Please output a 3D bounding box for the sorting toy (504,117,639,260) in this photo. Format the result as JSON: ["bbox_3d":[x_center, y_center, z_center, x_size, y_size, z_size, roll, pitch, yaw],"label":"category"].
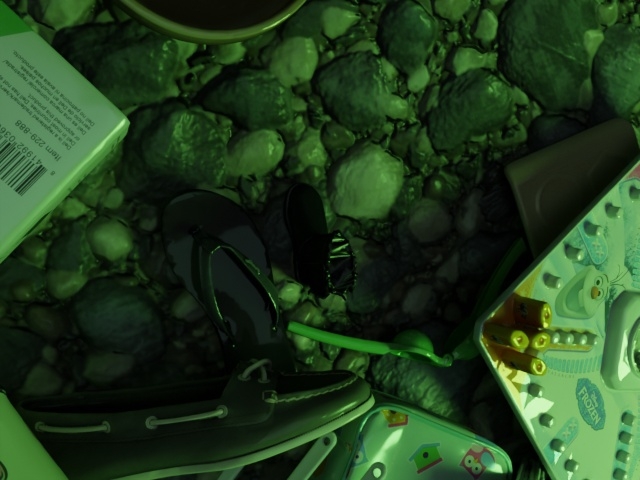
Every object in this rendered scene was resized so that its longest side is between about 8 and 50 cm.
[{"bbox_3d":[0.334,-0.027,0.823,0.193,0.038,0.208,-23,95,-17],"label":"sorting toy"}]

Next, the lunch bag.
[{"bbox_3d":[0.074,0.318,0.709,0.224,0.108,0.279,24,85,-20],"label":"lunch bag"}]

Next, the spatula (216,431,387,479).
[{"bbox_3d":[-0.059,0.272,0.644,0.242,0.168,0.019,-53,150,-1],"label":"spatula"}]

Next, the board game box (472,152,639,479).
[{"bbox_3d":[0.397,0.126,0.790,0.390,0.050,0.390,-40,113,-19],"label":"board game box"}]

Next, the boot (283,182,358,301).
[{"bbox_3d":[-0.001,0.000,0.673,0.045,0.099,0.121,-6,94,-20],"label":"boot"}]

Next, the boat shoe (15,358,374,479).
[{"bbox_3d":[-0.121,0.156,0.606,0.335,0.112,0.096,-15,90,0],"label":"boat shoe"}]

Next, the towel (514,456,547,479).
[{"bbox_3d":[0.189,0.385,0.719,0.034,0.209,0.285,18,88,22],"label":"towel"}]

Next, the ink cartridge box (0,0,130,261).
[{"bbox_3d":[-0.337,-0.064,0.543,0.211,0.121,0.289,45,79,-15],"label":"ink cartridge box"}]

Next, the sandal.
[{"bbox_3d":[-0.080,0.062,0.672,0.097,0.054,0.255,-26,100,-16],"label":"sandal"}]

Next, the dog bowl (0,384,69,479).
[{"bbox_3d":[-0.377,0.198,0.414,0.407,0.408,0.150,-23,80,-17],"label":"dog bowl"}]

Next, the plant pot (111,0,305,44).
[{"bbox_3d":[-0.115,-0.294,0.616,0.237,0.109,0.238,-1,92,-19],"label":"plant pot"}]

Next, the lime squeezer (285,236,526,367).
[{"bbox_3d":[0.122,0.093,0.742,0.310,0.059,0.110,-18,98,-16],"label":"lime squeezer"}]
